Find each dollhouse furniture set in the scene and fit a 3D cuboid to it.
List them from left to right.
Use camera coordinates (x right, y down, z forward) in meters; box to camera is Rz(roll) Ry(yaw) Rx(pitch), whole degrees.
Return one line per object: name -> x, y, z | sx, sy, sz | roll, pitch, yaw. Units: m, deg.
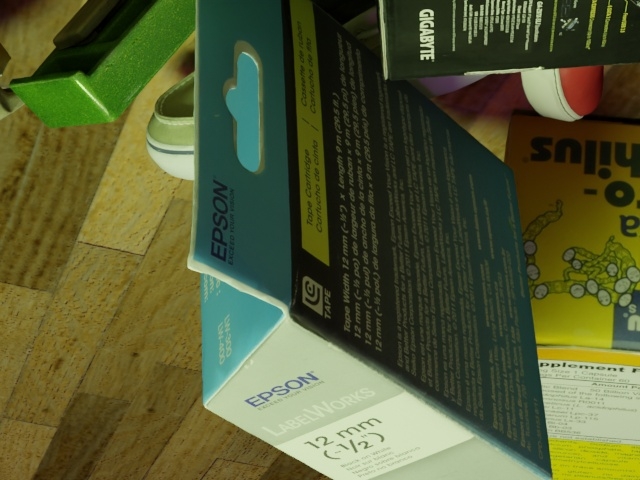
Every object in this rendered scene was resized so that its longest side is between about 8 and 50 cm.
dollhouse furniture set -> -0.228, -0.191, 1.275 | 0.301, 0.151, 0.197 | 0, 138, 53

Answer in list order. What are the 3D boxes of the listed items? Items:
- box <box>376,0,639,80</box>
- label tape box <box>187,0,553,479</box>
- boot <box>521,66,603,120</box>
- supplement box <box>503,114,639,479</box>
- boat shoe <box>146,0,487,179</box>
box -> 0.151, -0.197, 0.981 | 0.257, 0.079, 0.322 | -6, 155, 2
label tape box -> 0.000, 0.000, 1.192 | 0.115, 0.249, 0.347 | -26, 140, 30
boot -> 0.213, -0.158, 1.222 | 0.176, 0.088, 0.244 | -1, 150, 11
supplement box -> 0.232, 0.071, 1.556 | 0.194, 0.195, 0.356 | 4, 155, 4
boat shoe -> -0.008, -0.131, 1.329 | 0.302, 0.109, 0.094 | -20, 128, 28
